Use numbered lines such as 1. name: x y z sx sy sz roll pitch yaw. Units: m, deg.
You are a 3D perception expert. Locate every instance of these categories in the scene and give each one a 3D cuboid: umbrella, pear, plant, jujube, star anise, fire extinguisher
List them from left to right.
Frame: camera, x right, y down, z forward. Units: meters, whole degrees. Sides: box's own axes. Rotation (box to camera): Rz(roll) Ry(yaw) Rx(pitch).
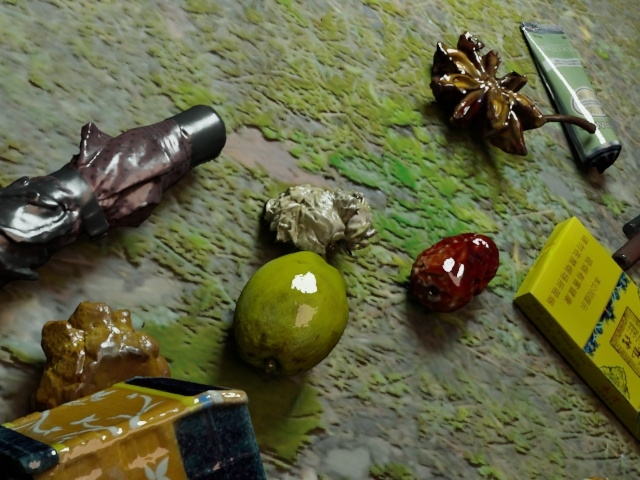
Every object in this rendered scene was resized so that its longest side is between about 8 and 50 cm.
1. umbrella: -0.204 -0.040 0.862 0.094 0.090 0.326 44 51 16
2. pear: -0.027 0.072 0.931 0.107 0.107 0.131 36 61 -18
3. plant: 0.000 0.000 1.004 0.117 0.104 0.121 -3 99 -7
4. jujube: 0.153 0.031 1.085 0.129 0.077 0.077 -32 91 -43
5. star anise: 0.230 -0.163 1.204 0.234 0.073 0.177 34 46 1
6. fire extinguisher: 0.446 -0.012 1.327 0.049 0.035 0.173 34 46 29

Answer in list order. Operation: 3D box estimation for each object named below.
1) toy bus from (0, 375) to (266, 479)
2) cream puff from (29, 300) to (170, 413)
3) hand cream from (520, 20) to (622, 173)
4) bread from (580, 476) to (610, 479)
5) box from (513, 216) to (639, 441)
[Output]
1. toy bus: -0.121 0.271 0.708 0.194 0.162 0.323 -19 98 -33
2. cream puff: -0.190 0.112 0.815 0.116 0.094 0.122 -31 122 -36
3. hand cream: 0.346 -0.201 1.321 0.086 0.055 0.235 -4 67 -38
4. bread: 0.374 0.368 1.101 0.105 0.076 0.233 -36 92 -39
5. box: 0.367 0.118 1.216 0.279 0.041 0.153 47 52 -9
